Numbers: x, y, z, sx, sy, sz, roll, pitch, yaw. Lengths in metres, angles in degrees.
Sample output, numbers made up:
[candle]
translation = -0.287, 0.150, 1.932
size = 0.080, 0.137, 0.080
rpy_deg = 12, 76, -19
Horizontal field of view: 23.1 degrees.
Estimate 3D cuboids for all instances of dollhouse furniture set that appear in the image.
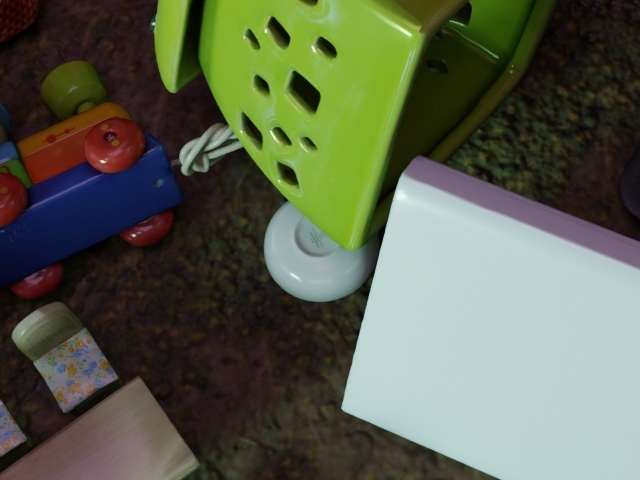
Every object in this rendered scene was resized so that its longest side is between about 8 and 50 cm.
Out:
[dollhouse furniture set]
translation = -0.199, 0.179, 0.991
size = 0.242, 0.161, 0.212
rpy_deg = -35, 71, -7

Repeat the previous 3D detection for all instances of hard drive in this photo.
[hard drive]
translation = 0.175, 0.088, 0.974
size = 0.307, 0.203, 0.040
rpy_deg = 23, 39, 13

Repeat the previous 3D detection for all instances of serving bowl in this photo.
[serving bowl]
translation = 0.000, 0.000, 1.103
size = 0.083, 0.027, 0.083
rpy_deg = -2, 71, 4

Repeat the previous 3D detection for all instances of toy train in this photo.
[toy train]
translation = -0.151, -0.076, 1.118
size = 0.248, 0.105, 0.143
rpy_deg = -26, 53, -9

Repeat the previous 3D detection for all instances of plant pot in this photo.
[plant pot]
translation = 0.023, -0.171, 1.022
size = 0.207, 0.227, 0.228
rpy_deg = 35, 56, 13

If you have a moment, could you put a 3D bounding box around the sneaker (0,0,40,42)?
[sneaker]
translation = -0.295, -0.162, 1.181
size = 0.175, 0.064, 0.067
rpy_deg = -23, 48, -6

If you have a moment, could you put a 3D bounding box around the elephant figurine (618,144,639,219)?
[elephant figurine]
translation = 0.276, -0.057, 1.048
size = 0.169, 0.186, 0.239
rpy_deg = -45, 52, 35
